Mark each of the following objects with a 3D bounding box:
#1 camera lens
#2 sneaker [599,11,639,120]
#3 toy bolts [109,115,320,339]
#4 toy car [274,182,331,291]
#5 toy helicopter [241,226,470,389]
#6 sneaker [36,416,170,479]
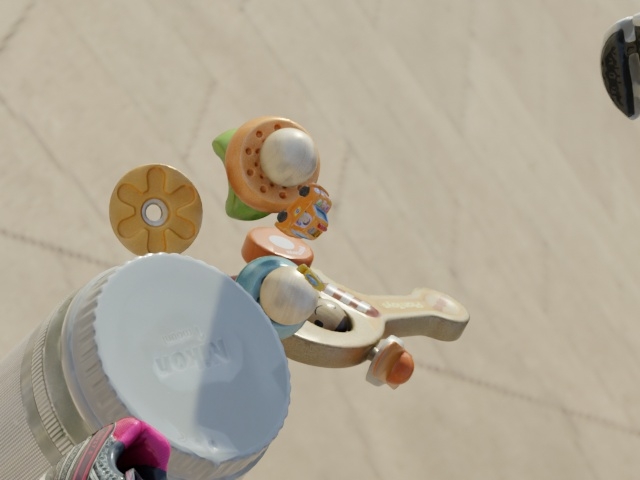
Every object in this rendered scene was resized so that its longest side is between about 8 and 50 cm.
[{"bbox_3d":[-0.182,0.160,1.670,0.219,0.274,0.219,22,48,-27],"label":"camera lens"},{"bbox_3d":[0.355,-0.141,1.370,0.118,0.292,0.110,-46,138,-52],"label":"sneaker"},{"bbox_3d":[-0.087,-0.003,1.941,0.158,0.218,0.228,-13,-88,68],"label":"toy bolts"},{"bbox_3d":[0.000,0.000,1.785,0.040,0.060,0.122,46,-11,36],"label":"toy car"},{"bbox_3d":[0.062,0.099,2.258,0.355,0.140,0.235,0,29,-46],"label":"toy helicopter"},{"bbox_3d":[-0.119,0.230,1.250,0.121,0.112,0.299,40,9,-42],"label":"sneaker"}]
